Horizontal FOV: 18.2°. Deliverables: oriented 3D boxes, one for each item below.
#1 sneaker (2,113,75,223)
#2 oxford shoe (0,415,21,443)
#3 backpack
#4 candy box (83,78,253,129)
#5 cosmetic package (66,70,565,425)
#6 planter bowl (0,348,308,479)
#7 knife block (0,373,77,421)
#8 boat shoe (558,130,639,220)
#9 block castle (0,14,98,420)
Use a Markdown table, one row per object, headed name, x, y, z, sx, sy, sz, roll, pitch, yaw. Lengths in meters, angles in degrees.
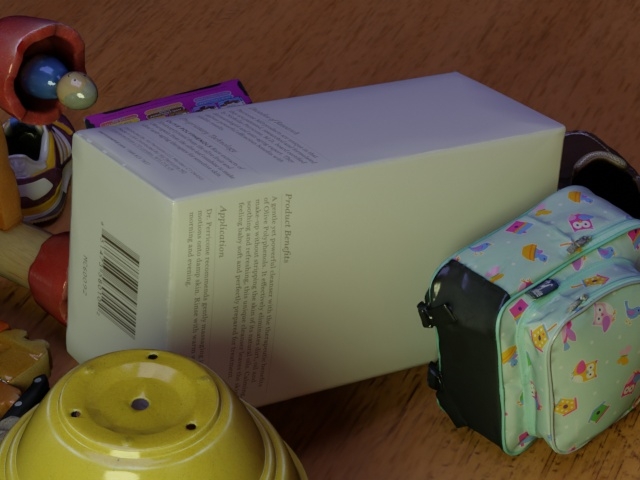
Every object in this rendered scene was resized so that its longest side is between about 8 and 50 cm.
| name | x | y | z | sx | sy | sz | roll | pitch | yaw |
| --- | --- | --- | --- | --- | --- | --- | --- | --- | --- |
| sneaker | -0.274 | -0.096 | 1.922 | 0.069 | 0.084 | 0.185 | -9 | 34 | -1 |
| oxford shoe | -0.058 | 0.201 | 1.324 | 0.397 | 0.140 | 0.146 | 17 | 40 | 2 |
| backpack | 0.186 | 0.057 | 1.519 | 0.144 | 0.166 | 0.188 | 24 | 48 | 37 |
| candy box | -0.115 | -0.052 | 1.832 | 0.159 | 0.071 | 0.233 | -15 | 34 | -10 |
| cosmetic package | 0.000 | 0.000 | 1.548 | 0.365 | 0.197 | 0.155 | -11 | 28 | -34 |
| planter bowl | -0.111 | 0.131 | 1.239 | 0.217 | 0.090 | 0.217 | 2 | 35 | -1 |
| knife block | -0.184 | 0.203 | 1.457 | 0.242 | 0.088 | 0.276 | -15 | 34 | -8 |
| boat shoe | 0.247 | -0.039 | 1.709 | 0.095 | 0.095 | 0.257 | -12 | 34 | -5 |
| block castle | -0.354 | 0.039 | 1.548 | 0.212 | 0.303 | 0.453 | 22 | 45 | 36 |
